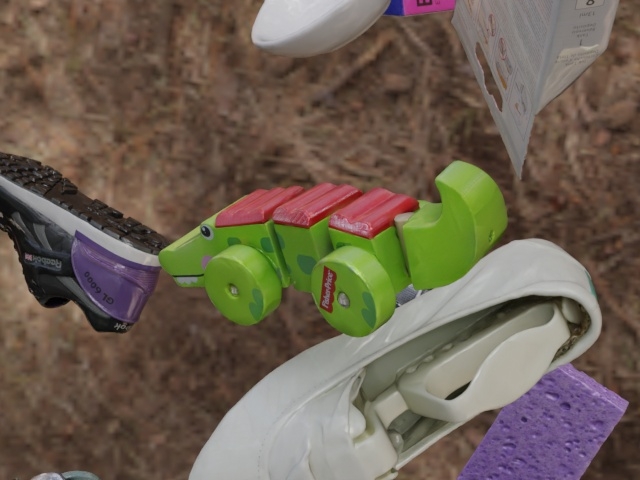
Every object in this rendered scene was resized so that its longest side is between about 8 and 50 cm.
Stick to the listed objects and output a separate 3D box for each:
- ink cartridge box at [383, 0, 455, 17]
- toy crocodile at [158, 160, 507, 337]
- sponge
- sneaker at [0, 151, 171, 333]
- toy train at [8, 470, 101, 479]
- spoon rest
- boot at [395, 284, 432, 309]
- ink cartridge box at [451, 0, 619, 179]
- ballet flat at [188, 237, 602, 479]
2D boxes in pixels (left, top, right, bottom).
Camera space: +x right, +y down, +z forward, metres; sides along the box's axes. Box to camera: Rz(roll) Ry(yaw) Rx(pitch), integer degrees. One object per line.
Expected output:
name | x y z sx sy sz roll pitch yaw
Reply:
ink cartridge box | 0.163 -0.310 1.533 0.069 0.370 0.176 -101 4 -77
toy crocodile | 0.000 0.000 1.278 0.340 0.115 0.105 1 116 47
sponge | 0.245 0.237 1.858 0.117 0.031 0.210 32 112 7
sneaker | -0.293 0.001 1.719 0.283 0.107 0.124 31 104 29
toy train | -0.299 0.394 1.847 0.142 0.190 0.334 -113 4 -48
spoon rest | 0.017 -0.233 1.315 0.137 0.084 0.276 -28 22 29
boot | 0.125 0.060 1.662 0.069 0.190 0.086 -66 13 -2
ink cartridge box | 0.157 -0.184 1.218 0.225 0.056 0.181 91 165 -53
ballet flat | 0.066 0.134 1.384 0.400 0.139 0.139 -32 54 -5
